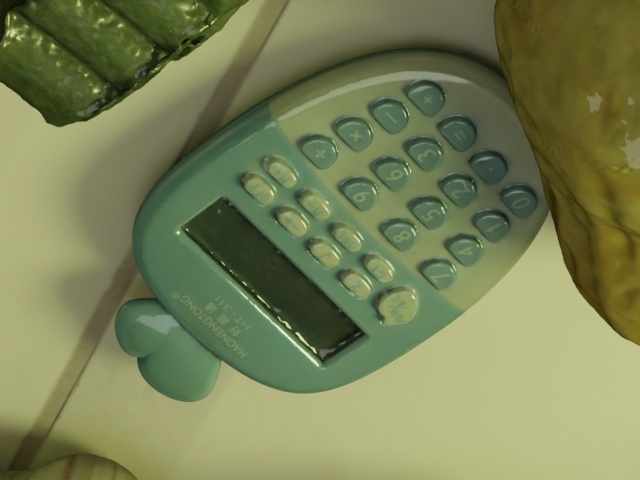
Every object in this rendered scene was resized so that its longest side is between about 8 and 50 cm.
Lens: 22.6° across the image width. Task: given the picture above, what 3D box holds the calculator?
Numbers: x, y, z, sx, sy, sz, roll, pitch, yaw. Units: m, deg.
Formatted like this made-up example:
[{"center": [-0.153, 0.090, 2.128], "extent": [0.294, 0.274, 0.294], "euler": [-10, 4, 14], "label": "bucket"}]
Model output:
[{"center": [0.000, 0.000, 0.955], "extent": [0.303, 0.042, 0.188], "euler": [-33, 119, 24], "label": "calculator"}]

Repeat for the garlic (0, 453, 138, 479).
[{"center": [-0.200, 0.278, 1.049], "extent": [0.245, 0.253, 0.245], "euler": [4, 119, 8], "label": "garlic"}]

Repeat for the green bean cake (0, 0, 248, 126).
[{"center": [-0.079, -0.158, 0.755], "extent": [0.183, 0.185, 0.094], "euler": [-35, 119, 24], "label": "green bean cake"}]

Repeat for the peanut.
[{"center": [0.172, -0.058, 0.831], "extent": [0.143, 0.159, 0.291], "euler": [8, 131, 31], "label": "peanut"}]
